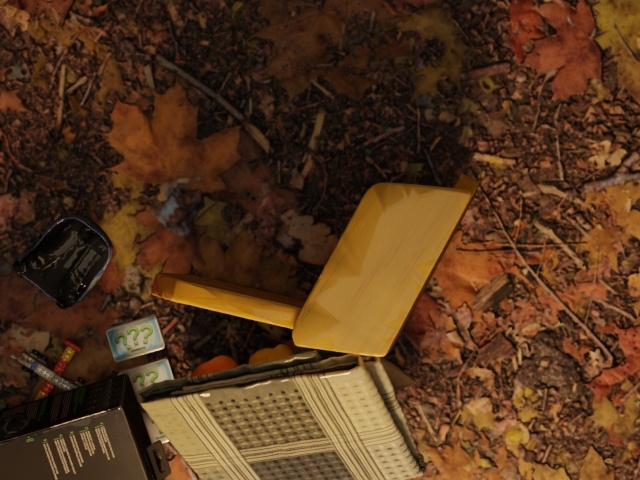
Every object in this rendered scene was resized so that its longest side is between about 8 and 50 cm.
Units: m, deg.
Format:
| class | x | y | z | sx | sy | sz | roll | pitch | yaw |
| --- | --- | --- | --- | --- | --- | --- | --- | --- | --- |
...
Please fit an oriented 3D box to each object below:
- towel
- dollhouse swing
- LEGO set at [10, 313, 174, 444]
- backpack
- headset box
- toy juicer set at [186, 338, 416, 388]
| class | x | y | z | sx | sy | sz | roll | pitch | yaw |
| --- | --- | --- | --- | --- | --- | --- | --- | --- | --- |
| towel | -0.043 | 0.248 | 1.700 | 0.312 | 0.324 | 0.056 | -10 | 52 | 14 |
| dollhouse swing | 0.000 | 0.000 | 1.672 | 0.305 | 0.347 | 0.315 | 28 | 92 | 7 |
| LEGO set | -0.327 | 0.225 | 1.808 | 0.244 | 0.060 | 0.182 | -16 | 90 | -1 |
| backpack | -0.349 | 0.022 | 1.779 | 0.105 | 0.084 | 0.114 | 40 | 96 | -5 |
| headset box | -0.348 | 0.343 | 1.753 | 0.283 | 0.131 | 0.246 | -17 | 106 | -1 |
| toy juicer set | -0.029 | 0.167 | 1.745 | 0.329 | 0.209 | 0.089 | -8 | 69 | -3 |
